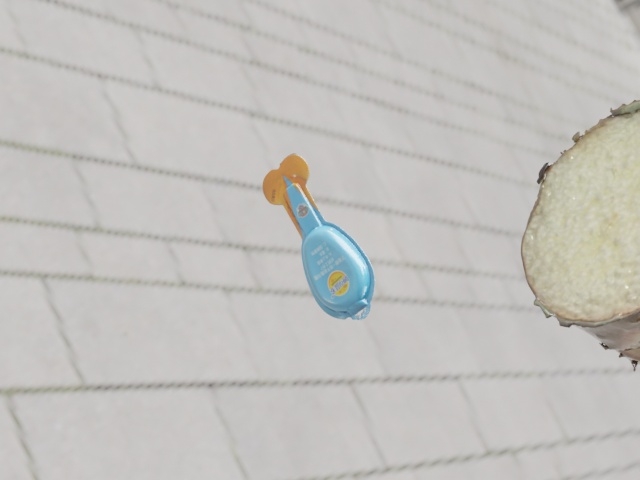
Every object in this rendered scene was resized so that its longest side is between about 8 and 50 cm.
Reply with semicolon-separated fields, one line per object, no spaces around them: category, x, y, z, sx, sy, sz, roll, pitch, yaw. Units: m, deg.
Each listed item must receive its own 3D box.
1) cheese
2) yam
cheese;0.000;0.000;1.061;0.017;0.047;0.111;-7;64;-59
yam;0.231;0.030;0.999;0.238;0.129;0.128;33;37;-38
